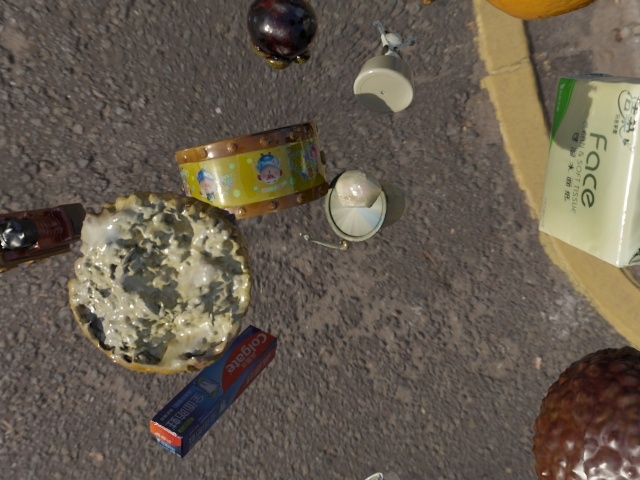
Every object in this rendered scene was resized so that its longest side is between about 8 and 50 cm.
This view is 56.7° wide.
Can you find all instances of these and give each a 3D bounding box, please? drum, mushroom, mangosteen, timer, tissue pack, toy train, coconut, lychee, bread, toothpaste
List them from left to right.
[{"bbox_3d":[-0.861,-0.022,1.799,0.232,0.369,0.163,-20,93,16],"label":"toy train"},{"bbox_3d":[-0.225,0.058,0.868,0.274,0.149,0.274,1,102,4],"label":"bread"},{"bbox_3d":[-0.204,0.291,1.194,0.076,0.320,0.066,21,127,20],"label":"toothpaste"},{"bbox_3d":[-0.196,-0.202,1.718,0.431,0.431,0.214,-14,102,-4],"label":"drum"},{"bbox_3d":[-0.104,-0.577,1.605,0.210,0.210,0.209,-1,97,-5],"label":"mangosteen"},{"bbox_3d":[0.000,-0.003,1.889,0.068,0.306,0.043,-23,70,29],"label":"mushroom"},{"bbox_3d":[0.108,-0.133,1.570,0.124,0.110,0.110,7,98,38],"label":"coconut"},{"bbox_3d":[0.207,-0.532,1.763,0.175,0.175,0.266,18,60,-7],"label":"timer"},{"bbox_3d":[0.690,-0.178,1.391,0.205,0.332,0.404,-5,108,-14],"label":"tissue pack"},{"bbox_3d":[0.392,0.257,0.713,0.261,0.260,0.260,-1,97,-5],"label":"lychee"}]

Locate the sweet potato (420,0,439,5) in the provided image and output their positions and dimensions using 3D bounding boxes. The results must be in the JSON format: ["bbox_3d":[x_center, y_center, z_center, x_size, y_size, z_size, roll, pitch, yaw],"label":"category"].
[{"bbox_3d":[0.286,-0.611,1.305,0.097,0.097,0.291,23,63,-8],"label":"sweet potato"}]

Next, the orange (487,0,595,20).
[{"bbox_3d":[0.340,-0.487,0.872,0.312,0.312,0.312,-1,97,-5],"label":"orange"}]

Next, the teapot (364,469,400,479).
[{"bbox_3d":[0.108,0.555,1.267,0.145,0.226,0.092,-29,77,-33],"label":"teapot"}]

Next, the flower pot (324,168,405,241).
[{"bbox_3d":[0.149,-0.115,1.799,0.212,0.203,0.212,6,102,32],"label":"flower pot"}]
